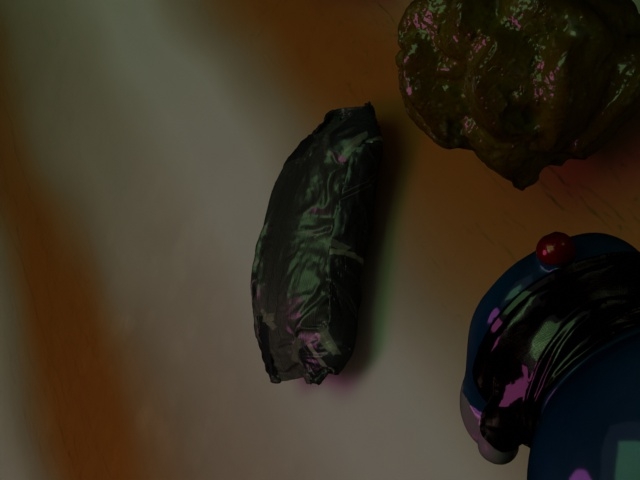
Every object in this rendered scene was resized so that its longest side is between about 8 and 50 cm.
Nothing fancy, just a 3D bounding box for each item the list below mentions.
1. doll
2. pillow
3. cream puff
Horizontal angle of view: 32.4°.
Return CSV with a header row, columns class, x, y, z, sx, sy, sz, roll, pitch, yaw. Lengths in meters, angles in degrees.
class,x,y,z,sx,sy,sz,roll,pitch,yaw
doll,0.240,0.142,0.776,0.284,0.240,0.310,-32,51,2
pillow,0.000,0.000,1.267,0.161,0.092,0.335,-3,71,46
cream puff,0.187,-0.157,0.997,0.196,0.244,0.244,-65,35,29
